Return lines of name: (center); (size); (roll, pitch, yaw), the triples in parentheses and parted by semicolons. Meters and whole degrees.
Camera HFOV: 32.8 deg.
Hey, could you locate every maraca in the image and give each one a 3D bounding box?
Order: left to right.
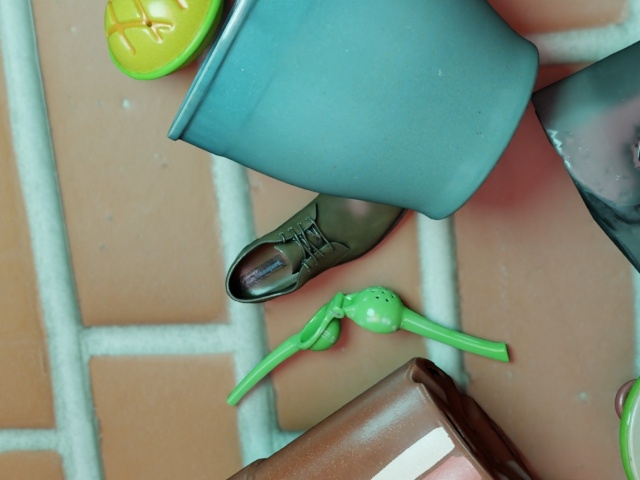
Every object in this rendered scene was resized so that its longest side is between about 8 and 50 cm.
maraca: (-0.141, -0.240, 1.049); (0.127, 0.099, 0.186); (34, 95, 31)

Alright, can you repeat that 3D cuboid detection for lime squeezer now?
lime squeezer: (0.031, 0.101, 1.135); (0.310, 0.059, 0.110); (-12, 134, 14)

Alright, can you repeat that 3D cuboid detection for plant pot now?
plant pot: (0.040, -0.153, 0.961); (0.255, 0.272, 0.272); (27, 109, -11)
plant pot: (0.060, 0.271, 1.069); (0.265, 0.272, 0.272); (-41, 93, 10)

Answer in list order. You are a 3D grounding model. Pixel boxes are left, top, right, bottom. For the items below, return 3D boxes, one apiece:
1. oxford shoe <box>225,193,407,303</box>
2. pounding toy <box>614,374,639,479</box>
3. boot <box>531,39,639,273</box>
oxford shoe: (0.000, 0.000, 1.084); (0.227, 0.096, 0.083); (-37, 93, 17)
pounding toy: (0.379, 0.180, 1.061); (0.237, 0.110, 0.183); (-14, 90, -14)
boot: (0.379, -0.214, 0.932); (0.445, 0.146, 0.367); (-30, 95, 22)
